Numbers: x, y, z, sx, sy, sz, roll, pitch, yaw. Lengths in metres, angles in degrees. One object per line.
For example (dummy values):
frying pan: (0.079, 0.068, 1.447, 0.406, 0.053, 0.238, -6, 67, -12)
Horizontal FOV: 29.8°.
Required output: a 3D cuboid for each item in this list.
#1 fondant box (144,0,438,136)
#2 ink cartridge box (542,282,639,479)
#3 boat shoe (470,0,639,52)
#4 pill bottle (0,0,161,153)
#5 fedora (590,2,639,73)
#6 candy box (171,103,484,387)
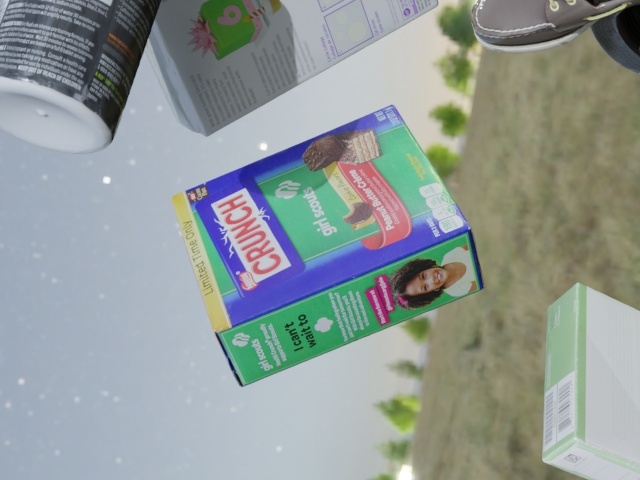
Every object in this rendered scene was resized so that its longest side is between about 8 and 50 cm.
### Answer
fondant box: (-0.053, -0.301, 1.347, 0.096, 0.330, 0.238, 29, 146, 57)
ink cartridge box: (0.312, 0.154, 1.069, 0.056, 0.235, 0.171, -52, 20, 46)
boat shoe: (0.320, -0.312, 1.428, 0.096, 0.324, 0.117, 5, -108, -63)
pill bottle: (-0.211, -0.211, 1.073, 0.130, 0.130, 0.246, 84, -160, -67)
fedora: (0.539, -0.325, 1.729, 0.243, 0.275, 0.124, 40, -106, -40)
candy box: (0.000, 0.000, 1.469, 0.268, 0.317, 0.122, -116, 3, -47)
